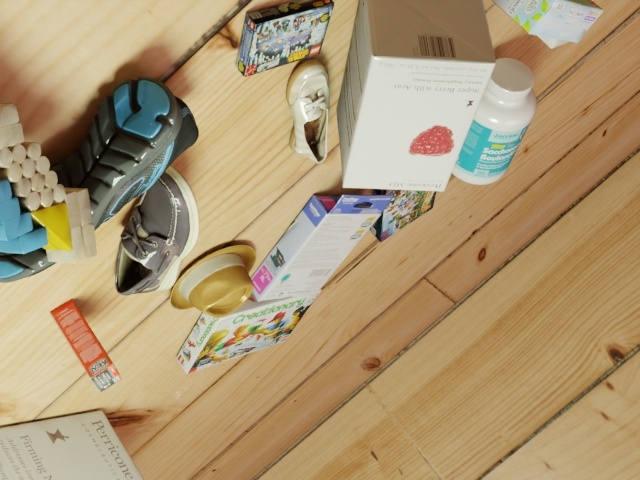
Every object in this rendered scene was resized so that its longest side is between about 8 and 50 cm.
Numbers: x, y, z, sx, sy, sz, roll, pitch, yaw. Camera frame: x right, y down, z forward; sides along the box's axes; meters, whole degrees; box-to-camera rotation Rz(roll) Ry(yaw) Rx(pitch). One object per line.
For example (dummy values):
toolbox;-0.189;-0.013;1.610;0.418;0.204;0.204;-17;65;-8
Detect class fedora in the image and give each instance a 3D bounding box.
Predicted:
fedora;-0.191;0.091;1.564;0.194;0.079;0.194;-31;156;-16

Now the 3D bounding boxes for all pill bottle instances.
pill bottle;0.347;-0.243;1.667;0.146;0.146;0.264;-29;155;-23

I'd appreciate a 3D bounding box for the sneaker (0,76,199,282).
sneaker;-0.296;-0.061;1.073;0.340;0.125;0.139;-38;166;7

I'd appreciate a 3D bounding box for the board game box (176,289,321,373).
board game box;-0.155;0.182;1.817;0.305;0.053;0.193;-13;145;-47

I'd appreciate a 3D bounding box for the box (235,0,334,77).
box;-0.050;-0.286;1.145;0.137;0.027;0.094;-25;154;-30

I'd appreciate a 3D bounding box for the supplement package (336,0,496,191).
supplement package;0.133;-0.230;1.257;0.177;0.175;0.293;1;147;-7

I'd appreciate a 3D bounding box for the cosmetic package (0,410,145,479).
cosmetic package;-0.567;0.571;1.564;0.327;0.329;0.393;-48;156;20

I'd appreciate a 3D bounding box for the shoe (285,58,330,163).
shoe;-0.011;-0.203;1.317;0.076;0.058;0.219;-31;156;-18

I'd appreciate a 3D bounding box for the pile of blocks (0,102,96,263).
pile of blocks;-0.373;-0.075;0.853;0.362;0.112;0.149;65;36;-49

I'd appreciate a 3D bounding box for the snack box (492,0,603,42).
snack box;0.306;-0.394;1.250;0.174;0.207;0.070;-10;144;-50

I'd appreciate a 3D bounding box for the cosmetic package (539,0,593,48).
cosmetic package;0.451;-0.471;1.466;0.060;0.099;0.239;-26;154;-34

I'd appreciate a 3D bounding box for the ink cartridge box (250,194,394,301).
ink cartridge box;0.000;0.000;1.699;0.185;0.065;0.311;-2;140;-50

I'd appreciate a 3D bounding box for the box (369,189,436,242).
box;0.188;-0.104;1.814;0.159;0.044;0.233;-32;156;-15

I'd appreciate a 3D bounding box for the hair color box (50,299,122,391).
hair color box;-0.383;0.172;1.343;0.043;0.141;0.072;-32;157;-16

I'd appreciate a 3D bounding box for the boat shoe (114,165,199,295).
boat shoe;-0.261;0.001;1.268;0.092;0.103;0.285;-28;161;-35
